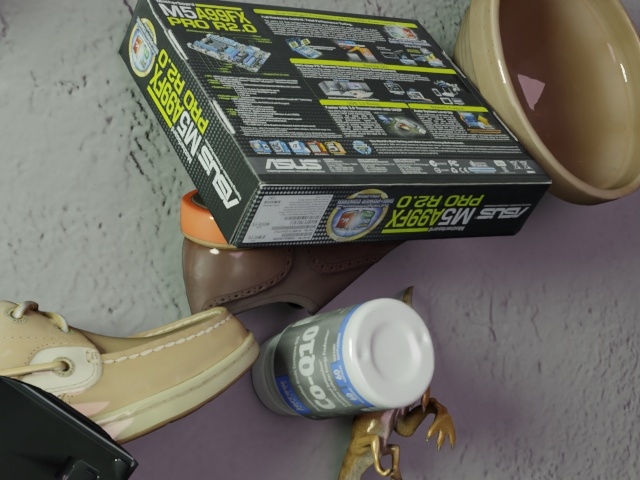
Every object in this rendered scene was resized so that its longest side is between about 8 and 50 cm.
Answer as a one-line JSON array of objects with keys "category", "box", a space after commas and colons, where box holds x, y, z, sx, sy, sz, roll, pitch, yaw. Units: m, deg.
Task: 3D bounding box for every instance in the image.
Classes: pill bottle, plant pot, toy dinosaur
[{"category": "pill bottle", "box": [0.012, 0.090, 0.843, 0.078, 0.137, 0.078, 10, 72, -34]}, {"category": "plant pot", "box": [0.192, -0.137, 1.035, 0.237, 0.110, 0.237, 17, 63, -39]}, {"category": "toy dinosaur", "box": [0.054, 0.116, 0.896, 0.064, 0.112, 0.211, 32, 69, -30]}]

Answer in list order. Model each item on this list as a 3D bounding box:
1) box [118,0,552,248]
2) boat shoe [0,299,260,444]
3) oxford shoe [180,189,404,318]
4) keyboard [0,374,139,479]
[{"category": "box", "box": [0.013, -0.092, 0.871, 0.270, 0.060, 0.216, -3, 45, -36]}, {"category": "boat shoe", "box": [-0.190, 0.088, 0.711, 0.341, 0.122, 0.110, -18, 90, -36]}, {"category": "oxford shoe", "box": [0.000, 0.000, 0.905, 0.271, 0.097, 0.098, -9, 114, -40]}, {"category": "keyboard", "box": [-0.210, 0.237, 0.627, 0.201, 0.033, 0.317, 43, 76, -31]}]
